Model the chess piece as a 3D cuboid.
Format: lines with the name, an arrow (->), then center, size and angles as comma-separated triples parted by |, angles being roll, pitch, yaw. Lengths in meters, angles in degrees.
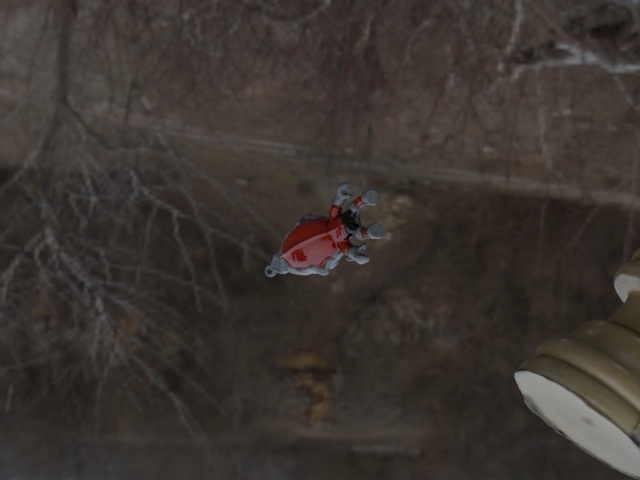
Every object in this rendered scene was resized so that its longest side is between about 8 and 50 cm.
chess piece -> 0.326, 0.057, 1.041 | 0.139, 0.307, 0.124 | 27, 157, 38

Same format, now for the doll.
doll -> 0.001, 0.000, 0.839 | 0.114, 0.057, 0.039 | -29, -175, 36
